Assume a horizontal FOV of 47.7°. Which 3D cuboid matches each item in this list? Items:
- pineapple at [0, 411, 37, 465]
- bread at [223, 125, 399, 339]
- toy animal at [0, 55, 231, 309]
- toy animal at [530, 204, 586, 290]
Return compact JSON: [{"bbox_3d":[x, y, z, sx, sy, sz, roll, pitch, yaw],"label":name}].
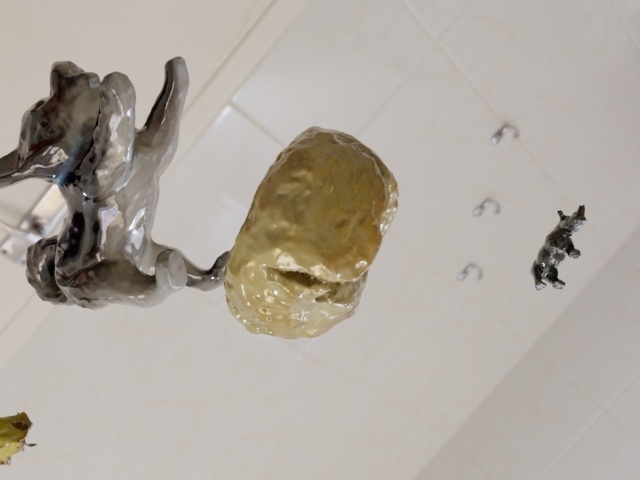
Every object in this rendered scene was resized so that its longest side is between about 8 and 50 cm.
[{"bbox_3d":[-0.463,0.268,0.988,0.116,0.137,0.069,41,-155,-58],"label":"pineapple"},{"bbox_3d":[0.000,0.000,0.772,0.134,0.244,0.244,21,-177,9],"label":"bread"},{"bbox_3d":[-0.303,-0.061,0.953,0.194,0.302,0.344,-41,-58,-62],"label":"toy animal"},{"bbox_3d":[0.345,0.006,1.045,0.047,0.136,0.065,15,-154,-3],"label":"toy animal"}]
